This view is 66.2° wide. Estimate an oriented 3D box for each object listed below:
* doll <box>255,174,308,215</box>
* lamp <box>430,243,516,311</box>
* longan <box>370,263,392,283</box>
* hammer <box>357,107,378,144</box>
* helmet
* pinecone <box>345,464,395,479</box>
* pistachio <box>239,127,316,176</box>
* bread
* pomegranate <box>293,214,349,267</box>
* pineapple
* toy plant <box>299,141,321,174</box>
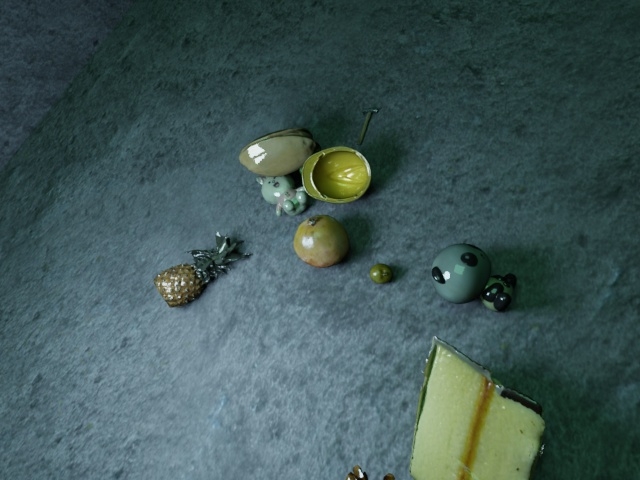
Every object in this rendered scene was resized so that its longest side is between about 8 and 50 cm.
[{"bbox_3d":[-0.145,-0.179,1.901,0.155,0.113,0.275,-46,49,-5],"label":"doll"},{"bbox_3d":[0.450,0.114,1.465,0.243,0.198,0.198,27,73,14],"label":"lamp"},{"bbox_3d":[0.201,0.109,1.616,0.075,0.083,0.075,0,87,-10],"label":"longan"},{"bbox_3d":[0.179,-0.463,1.988,0.062,0.017,0.182,10,67,26],"label":"hammer"},{"bbox_3d":[0.072,-0.241,1.827,0.256,0.140,0.206,-1,97,15],"label":"helmet"},{"bbox_3d":[0.193,0.719,1.132,0.383,0.384,0.385,-9,59,16],"label":"pinecone"},{"bbox_3d":[-0.160,-0.331,1.842,0.292,0.182,0.162,-13,55,0],"label":"pistachio"},{"bbox_3d":[0.370,0.524,1.240,0.345,0.242,0.405,20,67,32],"label":"bread"},{"bbox_3d":[0.002,0.004,1.690,0.191,0.191,0.191,-9,59,16],"label":"pomegranate"},{"bbox_3d":[-0.439,0.098,1.838,0.364,0.166,0.165,-37,55,-13],"label":"pineapple"},{"bbox_3d":[-0.039,-0.309,1.938,0.092,0.093,0.163,-9,59,16],"label":"toy plant"}]
